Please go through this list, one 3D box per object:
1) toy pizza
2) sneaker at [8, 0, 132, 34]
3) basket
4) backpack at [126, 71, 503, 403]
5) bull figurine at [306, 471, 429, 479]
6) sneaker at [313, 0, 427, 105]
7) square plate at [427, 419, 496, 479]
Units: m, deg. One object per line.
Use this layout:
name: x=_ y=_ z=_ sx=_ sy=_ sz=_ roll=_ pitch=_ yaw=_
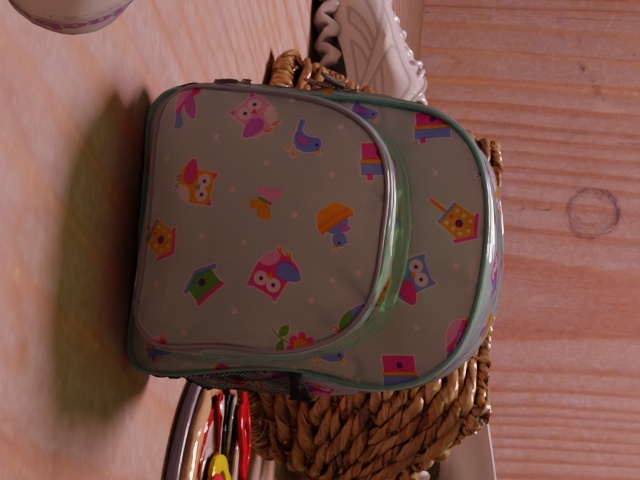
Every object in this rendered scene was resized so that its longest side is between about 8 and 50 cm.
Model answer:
toy pizza: x=-0.069 y=0.180 z=0.878 sx=0.201 sy=0.032 sz=0.201 roll=4 pitch=90 yaw=-84
sneaker: x=-0.069 y=-0.212 z=0.442 sx=0.152 sy=0.114 sz=0.305 roll=118 pitch=-17 yaw=-72
basket: x=0.000 y=0.035 z=1.099 sx=0.213 sy=0.223 sz=0.299 roll=-47 pitch=-152 yaw=48
backpack: x=0.000 y=0.000 z=0.686 sx=0.144 sy=0.188 sz=0.165 roll=57 pitch=39 yaw=-79
bull figurine: x=0.030 y=0.204 z=1.320 sx=0.188 sy=0.101 sz=0.310 roll=55 pitch=-7 yaw=32
sneaker: x=0.050 y=-0.181 z=1.335 sx=0.110 sy=0.118 sz=0.292 roll=40 pitch=53 yaw=-80
square plate: x=0.091 y=0.111 z=1.494 sx=0.344 sy=0.049 sz=0.347 roll=-148 pitch=-134 yaw=-71
